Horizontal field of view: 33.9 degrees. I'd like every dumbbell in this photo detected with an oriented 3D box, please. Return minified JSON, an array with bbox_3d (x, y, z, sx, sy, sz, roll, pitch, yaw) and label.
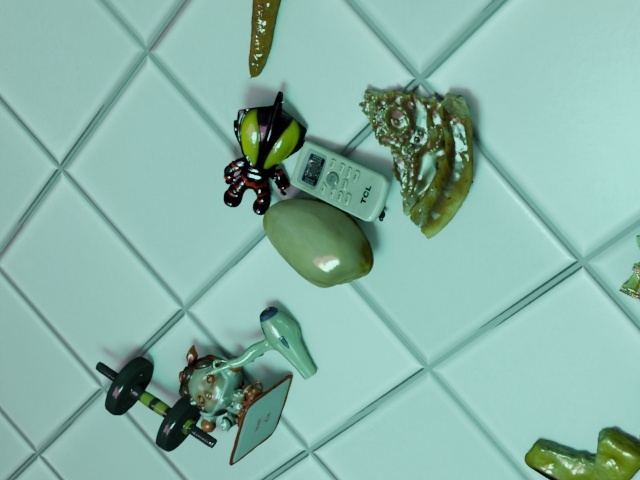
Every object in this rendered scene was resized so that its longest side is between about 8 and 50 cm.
[{"bbox_3d":[-0.363,0.359,2.303,0.325,0.143,0.143,31,128,15],"label":"dumbbell"}]

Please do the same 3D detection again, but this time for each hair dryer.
[{"bbox_3d":[-0.104,0.247,2.090,0.167,0.067,0.199,43,98,-13],"label":"hair dryer"}]

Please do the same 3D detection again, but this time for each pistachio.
[{"bbox_3d":[0.000,0.000,1.884,0.215,0.144,0.144,37,129,18],"label":"pistachio"}]

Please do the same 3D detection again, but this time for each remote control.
[{"bbox_3d":[0.035,-0.103,1.834,0.190,0.029,0.087,28,105,29],"label":"remote control"}]

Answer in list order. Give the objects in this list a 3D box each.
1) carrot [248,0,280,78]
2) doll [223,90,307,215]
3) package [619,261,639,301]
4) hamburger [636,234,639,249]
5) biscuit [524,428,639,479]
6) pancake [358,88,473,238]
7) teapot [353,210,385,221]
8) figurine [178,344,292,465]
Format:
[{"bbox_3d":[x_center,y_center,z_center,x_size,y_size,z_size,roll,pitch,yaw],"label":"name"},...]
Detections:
[{"bbox_3d":[-0.097,-0.371,1.797,0.057,0.057,0.224,26,129,19],"label":"carrot"},{"bbox_3d":[-0.102,-0.154,1.895,0.088,0.127,0.248,59,137,38],"label":"doll"},{"bbox_3d":[0.525,0.081,1.629,0.108,0.031,0.120,32,165,16],"label":"package"},{"bbox_3d":[0.547,0.018,1.594,0.121,0.054,0.084,-8,115,38],"label":"hamburger"},{"bbox_3d":[0.470,0.386,1.852,0.174,0.039,0.183,37,129,13],"label":"biscuit"},{"bbox_3d":[0.150,-0.151,1.751,0.244,0.057,0.266,38,130,11],"label":"pancake"},{"bbox_3d":[0.074,-0.068,1.852,0.100,0.045,0.068,37,127,9],"label":"teapot"},{"bbox_3d":[-0.204,0.310,2.183,0.226,0.160,0.183,34,128,23],"label":"figurine"}]
